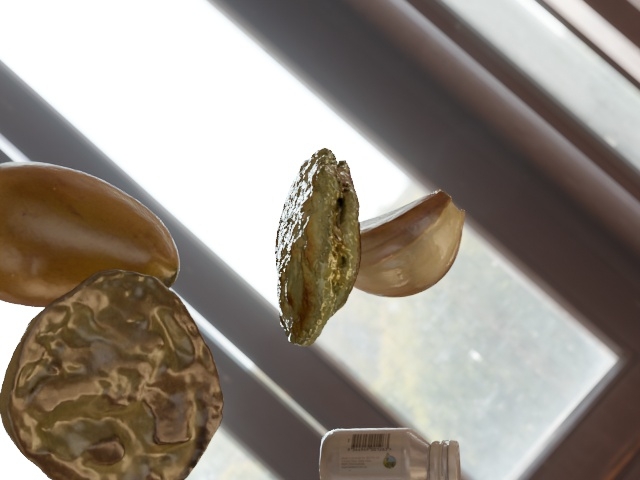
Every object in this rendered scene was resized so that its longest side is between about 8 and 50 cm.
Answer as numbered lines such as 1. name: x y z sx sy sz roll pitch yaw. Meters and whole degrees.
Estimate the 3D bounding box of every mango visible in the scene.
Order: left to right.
1. mango: -0.340 -0.001 1.833 0.211 0.317 0.173 -82 6 -58

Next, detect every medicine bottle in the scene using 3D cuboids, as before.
1. medicine bottle: 0.114 0.367 2.205 0.135 0.215 0.135 -2 -90 -80

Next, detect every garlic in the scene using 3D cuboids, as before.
1. garlic: 0.075 0.012 1.732 0.207 0.128 0.115 -9 2 27

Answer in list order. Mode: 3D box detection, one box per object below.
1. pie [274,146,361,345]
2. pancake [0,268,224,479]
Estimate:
1. pie: 0.000 0.000 1.575 0.248 0.090 0.201 -94 18 -54
2. pancake: -0.243 0.179 1.657 0.294 0.294 0.049 -45 24 -29
